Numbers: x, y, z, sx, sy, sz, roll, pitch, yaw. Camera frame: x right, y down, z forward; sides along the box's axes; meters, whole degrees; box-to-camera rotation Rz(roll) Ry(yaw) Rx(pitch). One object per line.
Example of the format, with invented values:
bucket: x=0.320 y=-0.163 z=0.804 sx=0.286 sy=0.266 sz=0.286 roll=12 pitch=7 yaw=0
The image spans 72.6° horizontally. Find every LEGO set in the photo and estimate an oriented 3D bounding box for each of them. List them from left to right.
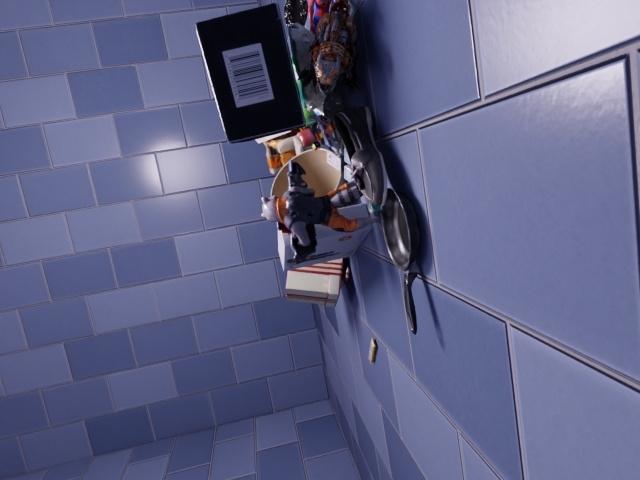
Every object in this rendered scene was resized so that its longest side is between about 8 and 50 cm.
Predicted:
LEGO set: x=0.040 y=-0.290 z=1.385 sx=0.244 sy=0.060 sz=0.182 roll=43 pitch=149 yaw=37

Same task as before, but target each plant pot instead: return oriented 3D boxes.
plant pot: x=-0.010 y=-0.161 z=1.583 sx=0.191 sy=0.284 sz=0.284 roll=43 pitch=-157 yaw=-48

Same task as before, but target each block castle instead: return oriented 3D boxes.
block castle: x=-0.085 y=-0.294 z=2.016 sx=0.303 sy=0.213 sz=0.453 roll=39 pitch=147 yaw=60

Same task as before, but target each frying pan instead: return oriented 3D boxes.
frying pan: x=0.198 y=0.026 z=0.989 sx=0.197 sy=0.053 sz=0.326 roll=92 pitch=165 yaw=-58

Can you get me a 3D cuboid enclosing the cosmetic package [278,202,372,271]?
cosmetic package: x=0.000 y=0.000 z=1.516 sx=0.377 sy=0.284 sz=0.097 roll=106 pitch=148 yaw=-74

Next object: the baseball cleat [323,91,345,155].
baseball cleat: x=0.044 y=-0.385 z=1.451 sx=0.109 sy=0.072 sz=0.205 roll=-131 pitch=31 yaw=-73

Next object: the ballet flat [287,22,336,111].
ballet flat: x=-0.015 y=-0.538 z=1.350 sx=0.409 sy=0.147 sz=0.147 roll=66 pitch=-168 yaw=-83

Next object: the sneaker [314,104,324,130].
sneaker: x=0.004 y=-0.463 z=1.663 sx=0.152 sy=0.058 sz=0.084 roll=-123 pitch=31 yaw=-53

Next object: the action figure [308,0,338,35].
action figure: x=0.009 y=-0.636 z=1.300 sx=0.280 sy=0.092 sz=0.139 roll=97 pitch=167 yaw=-68

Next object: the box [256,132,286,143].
box: x=-0.209 y=-0.516 z=1.881 sx=0.103 sy=0.203 sz=0.114 roll=49 pitch=-132 yaw=-33

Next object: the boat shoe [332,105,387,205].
boat shoe: x=0.094 y=-0.214 z=1.095 sx=0.112 sy=0.096 sz=0.335 roll=93 pitch=173 yaw=-53

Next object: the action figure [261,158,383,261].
action figure: x=-0.014 y=-0.131 z=1.267 sx=0.178 sy=0.330 sz=0.341 roll=99 pitch=158 yaw=-66

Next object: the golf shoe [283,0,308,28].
golf shoe: x=-0.068 y=-0.726 z=1.319 sx=0.094 sy=0.077 sz=0.198 roll=-52 pitch=-37 yaw=-74

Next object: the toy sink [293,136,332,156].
toy sink: x=-0.016 y=-0.306 z=1.763 sx=0.153 sy=0.131 sz=0.234 roll=-116 pitch=12 yaw=-60

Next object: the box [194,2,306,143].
box: x=-0.174 y=-0.448 z=1.247 sx=0.395 sy=0.212 sz=0.293 roll=-100 pitch=-4 yaw=-76

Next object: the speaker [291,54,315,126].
speaker: x=-0.060 y=-0.586 z=1.700 sx=0.296 sy=0.131 sz=0.131 roll=95 pitch=162 yaw=-62

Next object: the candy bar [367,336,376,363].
candy bar: x=0.198 y=0.419 z=1.655 sx=0.161 sy=0.018 sz=0.040 roll=90 pitch=167 yaw=-50

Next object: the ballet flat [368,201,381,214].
ballet flat: x=0.145 y=-0.093 z=1.151 sx=0.114 sy=0.041 sz=0.041 roll=-73 pitch=-18 yaw=-51

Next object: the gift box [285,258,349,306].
gift box: x=-0.008 y=0.127 z=1.890 sx=0.255 sy=0.258 sz=0.276 roll=99 pitch=178 yaw=-73

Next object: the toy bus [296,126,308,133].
toy bus: x=-0.112 y=-0.560 z=2.166 sx=0.104 sy=0.191 sz=0.202 roll=-25 pitch=71 yaw=37

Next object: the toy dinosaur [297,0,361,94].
toy dinosaur: x=0.045 y=-0.490 z=1.090 sx=0.322 sy=0.164 sz=0.218 roll=-57 pitch=-10 yaw=-23
